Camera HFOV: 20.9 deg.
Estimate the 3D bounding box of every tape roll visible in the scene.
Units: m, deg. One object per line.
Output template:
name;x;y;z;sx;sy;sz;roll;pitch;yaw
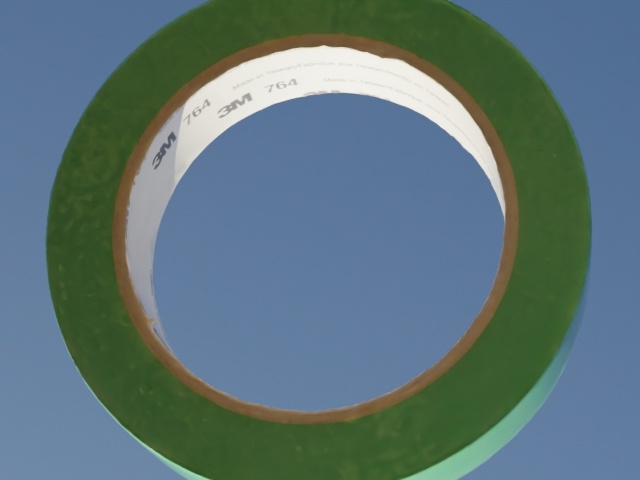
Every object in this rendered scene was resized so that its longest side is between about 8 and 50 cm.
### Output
tape roll;0.000;0.000;1.039;0.321;0.077;0.321;-2;-107;8
